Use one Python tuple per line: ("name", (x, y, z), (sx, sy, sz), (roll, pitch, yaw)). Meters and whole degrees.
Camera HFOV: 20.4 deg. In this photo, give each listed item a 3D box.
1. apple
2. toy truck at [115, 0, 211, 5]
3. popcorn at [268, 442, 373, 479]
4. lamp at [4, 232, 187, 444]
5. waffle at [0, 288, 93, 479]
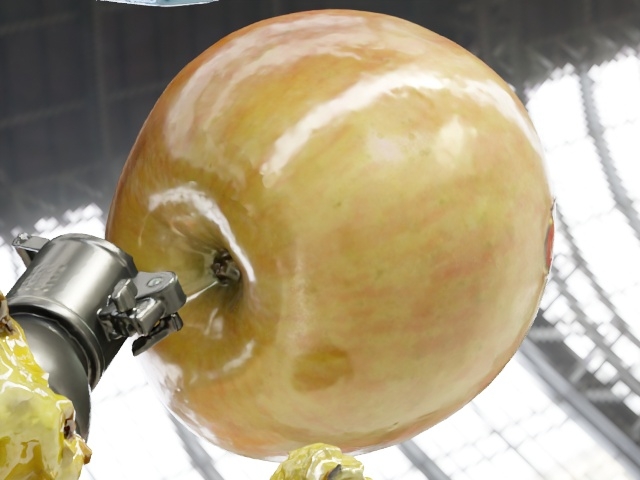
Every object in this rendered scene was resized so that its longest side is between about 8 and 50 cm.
("apple", (0.000, 0.000, 1.533), (0.346, 0.391, 0.391), (-16, -42, -56))
("toy truck", (-0.219, -0.341, 1.895), (0.161, 0.385, 0.162), (-17, -69, -39))
("popcorn", (0.001, 0.158, 1.082), (0.084, 0.084, 0.084), (-30, -35, -24))
("lamp", (-0.196, 0.076, 1.340), (0.147, 0.172, 0.227), (64, -148, -25))
("waffle", (-0.250, 0.101, 0.939), (0.151, 0.261, 0.324), (-37, 9, -28))
